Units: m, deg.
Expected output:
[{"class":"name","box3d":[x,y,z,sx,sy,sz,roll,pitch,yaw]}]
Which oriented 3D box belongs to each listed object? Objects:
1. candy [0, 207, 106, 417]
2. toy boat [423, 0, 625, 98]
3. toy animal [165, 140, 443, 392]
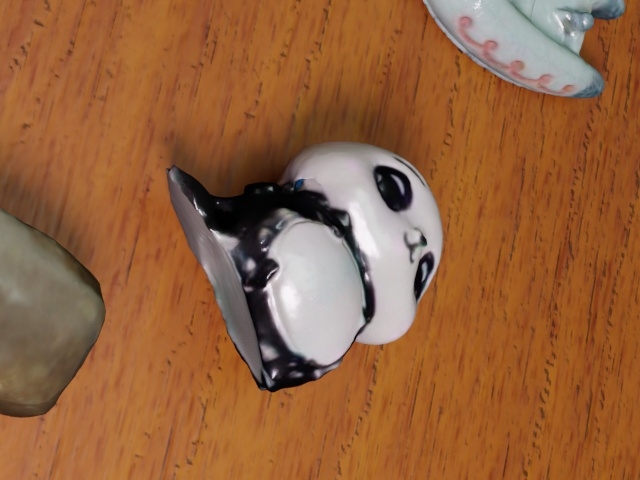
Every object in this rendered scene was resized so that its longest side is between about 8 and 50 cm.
[{"class":"candy","box3d":[-0.240,0.020,0.852,0.234,0.102,0.104,28,70,-27]},{"class":"toy boat","box3d":[0.167,-0.198,1.157,0.207,0.079,0.134,29,73,-29]},{"class":"toy animal","box3d":[0.000,0.000,0.989,0.179,0.138,0.166,-24,115,-28]}]
